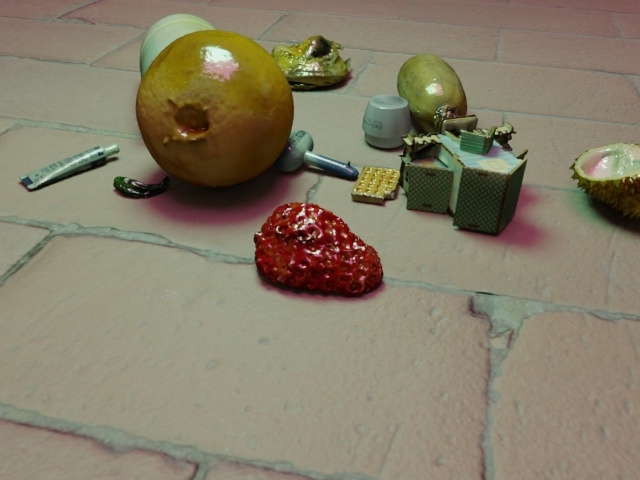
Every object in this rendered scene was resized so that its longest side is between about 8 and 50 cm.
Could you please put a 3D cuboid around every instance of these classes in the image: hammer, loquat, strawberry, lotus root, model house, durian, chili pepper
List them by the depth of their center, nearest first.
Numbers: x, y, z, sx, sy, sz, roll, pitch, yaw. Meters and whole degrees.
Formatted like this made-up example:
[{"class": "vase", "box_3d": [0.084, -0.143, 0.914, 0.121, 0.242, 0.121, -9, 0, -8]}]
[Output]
[{"class": "strawberry", "box_3d": [0.000, 0.000, 1.048, 0.237, 0.111, 0.190, 19, 37, 23]}, {"class": "model house", "box_3d": [0.306, -0.129, 1.189, 0.271, 0.178, 0.206, -6, 37, -15]}, {"class": "durian", "box_3d": [0.615, -0.116, 1.212, 0.183, 0.138, 0.249, -30, 26, 8]}, {"class": "loquat", "box_3d": [-0.211, -0.265, 1.247, 0.329, 0.328, 0.328, 1, 35, 0]}, {"class": "chili pepper", "box_3d": [-0.377, -0.114, 1.266, 0.118, 0.035, 0.055, -2, 52, 2]}, {"class": "hammer", "box_3d": [-0.004, -0.180, 1.350, 0.194, 0.069, 0.116, 21, 39, 13]}, {"class": "lotus root", "box_3d": [0.284, -0.358, 1.511, 0.152, 0.169, 0.342, -37, 30, 19]}]

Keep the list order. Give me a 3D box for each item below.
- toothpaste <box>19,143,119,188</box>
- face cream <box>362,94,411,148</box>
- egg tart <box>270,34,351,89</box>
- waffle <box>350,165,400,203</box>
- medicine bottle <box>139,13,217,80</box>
[{"class": "toothpaste", "box_3d": [-0.544, -0.167, 1.335, 0.216, 0.037, 0.062, -30, 46, -30]}, {"class": "face cream", "box_3d": [0.160, -0.285, 1.458, 0.117, 0.104, 0.117, 2, 35, -1]}, {"class": "egg tart", "box_3d": [-0.040, -0.550, 1.819, 0.297, 0.132, 0.297, -2, 30, 1]}, {"class": "waffle", "box_3d": [0.122, -0.120, 1.295, 0.092, 0.021, 0.135, 9, 36, 12]}, {"class": "medicine bottle", "box_3d": [-0.343, -0.447, 1.561, 0.236, 0.235, 0.406, -8, 36, -12]}]
